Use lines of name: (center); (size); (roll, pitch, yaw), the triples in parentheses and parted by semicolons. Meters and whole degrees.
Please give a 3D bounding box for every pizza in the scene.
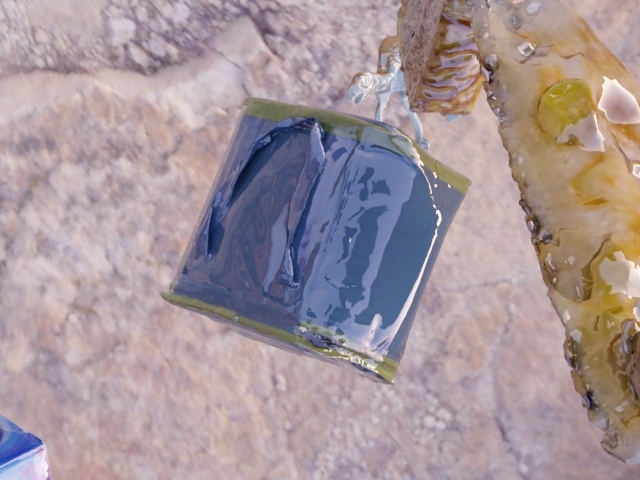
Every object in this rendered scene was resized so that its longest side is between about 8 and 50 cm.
pizza: (0.251, 0.047, 0.796); (0.080, 0.435, 0.392); (-32, 129, 24)

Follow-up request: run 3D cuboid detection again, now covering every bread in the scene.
bread: (0.156, -0.270, 1.467); (0.096, 0.182, 0.222); (3, 142, -10)

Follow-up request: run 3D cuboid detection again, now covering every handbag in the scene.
handbag: (0.000, 0.000, 1.286); (0.222, 0.263, 0.241); (31, 79, -53)

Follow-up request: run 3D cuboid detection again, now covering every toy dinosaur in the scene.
toy dinosaur: (0.169, -0.268, 2.052); (0.393, 0.092, 0.206); (-51, 120, -42)

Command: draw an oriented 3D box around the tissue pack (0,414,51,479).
tissue pack: (-0.390, 0.248, 1.064); (0.263, 0.198, 0.146); (-25, 123, -45)
